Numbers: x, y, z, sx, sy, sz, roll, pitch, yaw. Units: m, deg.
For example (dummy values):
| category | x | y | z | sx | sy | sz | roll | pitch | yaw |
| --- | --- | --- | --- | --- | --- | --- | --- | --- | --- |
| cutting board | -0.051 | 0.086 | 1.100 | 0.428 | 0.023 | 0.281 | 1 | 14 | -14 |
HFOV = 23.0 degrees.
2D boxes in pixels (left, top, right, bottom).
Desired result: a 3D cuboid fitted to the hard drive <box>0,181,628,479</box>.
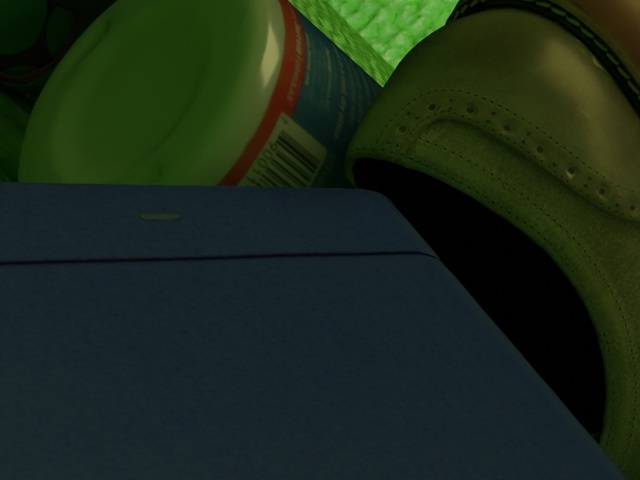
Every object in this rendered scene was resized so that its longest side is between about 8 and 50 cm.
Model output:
| category | x | y | z | sx | sy | sz | roll | pitch | yaw |
| --- | --- | --- | --- | --- | --- | --- | --- | --- | --- |
| hard drive | 0.027 | 0.105 | 0.340 | 0.210 | 0.040 | 0.318 | -1 | 43 | -45 |

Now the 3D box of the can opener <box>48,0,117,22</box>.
| category | x | y | z | sx | sy | sz | roll | pitch | yaw |
| --- | --- | --- | --- | --- | --- | --- | --- | --- | --- |
| can opener | -0.145 | -0.126 | 0.575 | 0.283 | 0.076 | 0.095 | 24 | 51 | -25 |

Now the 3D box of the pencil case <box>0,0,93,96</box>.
| category | x | y | z | sx | sy | sz | roll | pitch | yaw |
| --- | --- | --- | --- | --- | --- | --- | --- | --- | --- |
| pencil case | -0.089 | -0.090 | 0.728 | 0.152 | 0.064 | 0.070 | 15 | 62 | -57 |

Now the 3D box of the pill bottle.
| category | x | y | z | sx | sy | sz | roll | pitch | yaw |
| --- | --- | --- | --- | --- | --- | --- | --- | --- | --- |
| pill bottle | 0.000 | 0.000 | 0.620 | 0.221 | 0.124 | 0.124 | 39 | 12 | -40 |

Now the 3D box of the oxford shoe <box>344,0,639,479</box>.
| category | x | y | z | sx | sy | sz | roll | pitch | yaw |
| --- | --- | --- | --- | --- | --- | --- | --- | --- | --- |
| oxford shoe | 0.121 | 0.072 | 0.569 | 0.348 | 0.130 | 0.123 | 55 | -33 | -12 |
